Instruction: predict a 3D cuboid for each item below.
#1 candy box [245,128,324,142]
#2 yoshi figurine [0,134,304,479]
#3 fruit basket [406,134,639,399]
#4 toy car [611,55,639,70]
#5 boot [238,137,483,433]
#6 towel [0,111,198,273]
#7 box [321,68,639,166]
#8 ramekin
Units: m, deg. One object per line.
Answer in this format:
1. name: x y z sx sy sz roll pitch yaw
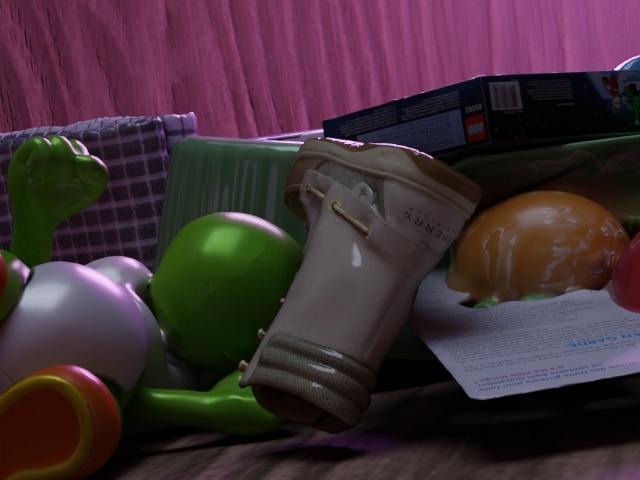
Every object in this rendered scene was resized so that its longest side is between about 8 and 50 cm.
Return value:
1. candy box: 0.000 0.000 1.616 0.164 0.196 0.070 -8 2 -12
2. yoshi figurine: -0.111 0.046 1.108 0.203 0.204 0.362 10 4 17
3. fruit basket: 0.207 0.034 1.091 0.327 0.165 0.353 -8 18 -8
4. toy car: 0.286 -0.022 1.456 0.238 0.210 0.219 5 -15 -22
5. boot: 0.004 0.027 1.079 0.077 0.165 0.213 29 -8 -19
6. towel: -0.232 0.013 1.647 0.283 0.235 0.121 -7 8 30
7. box: 0.141 -0.079 1.225 0.233 0.044 0.159 -6 -4 -38
8. ramekin: 0.016 0.001 1.403 0.303 0.148 0.303 4 2 0
